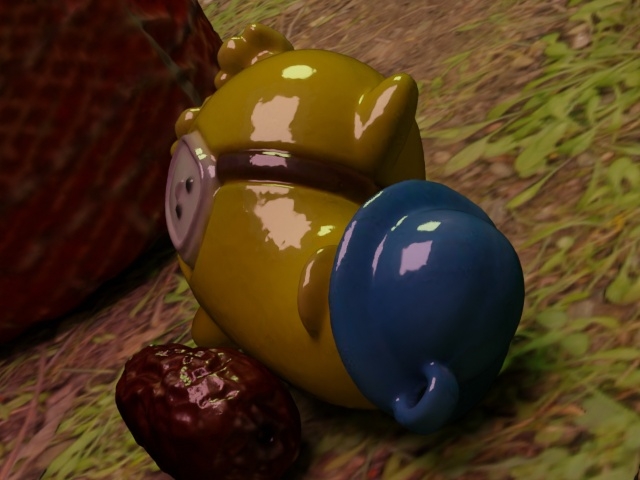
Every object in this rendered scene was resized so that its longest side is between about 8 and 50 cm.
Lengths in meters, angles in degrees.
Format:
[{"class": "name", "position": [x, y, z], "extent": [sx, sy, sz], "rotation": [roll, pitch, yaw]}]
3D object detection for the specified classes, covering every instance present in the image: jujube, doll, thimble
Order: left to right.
[{"class": "thimble", "position": [-0.239, -0.088, 1.247], "extent": [0.350, 0.230, 0.350], "rotation": [-27, 25, 14]}, {"class": "jujube", "position": [-0.062, 0.086, 0.893], "extent": [0.077, 0.077, 0.129], "rotation": [-40, 27, -16]}, {"class": "doll", "position": [0.000, 0.000, 0.937], "extent": [0.199, 0.145, 0.363], "rotation": [-59, 29, 16]}]
